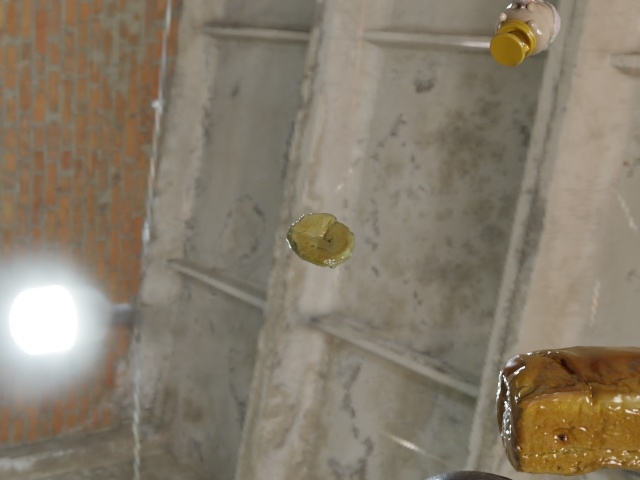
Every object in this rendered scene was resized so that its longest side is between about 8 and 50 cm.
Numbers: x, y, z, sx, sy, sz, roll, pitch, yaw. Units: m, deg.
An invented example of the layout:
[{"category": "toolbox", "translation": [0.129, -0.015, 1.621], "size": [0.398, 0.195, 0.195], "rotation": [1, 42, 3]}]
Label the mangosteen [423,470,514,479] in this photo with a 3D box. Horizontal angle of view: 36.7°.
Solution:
[{"category": "mangosteen", "translation": [0.157, 0.339, 0.997], "size": [0.210, 0.210, 0.209], "rotation": [8, -80, 51]}]

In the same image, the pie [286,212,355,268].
[{"category": "pie", "translation": [0.000, 0.000, 1.156], "size": [0.084, 0.084, 0.020], "rotation": [54, -28, 33]}]

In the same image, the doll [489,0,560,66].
[{"category": "doll", "translation": [0.258, -0.278, 1.210], "size": [0.073, 0.127, 0.084], "rotation": [11, -45, 35]}]

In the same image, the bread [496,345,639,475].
[{"category": "bread", "translation": [0.397, 0.229, 1.331], "size": [0.132, 0.294, 0.166], "rotation": [-89, 175, -73]}]
